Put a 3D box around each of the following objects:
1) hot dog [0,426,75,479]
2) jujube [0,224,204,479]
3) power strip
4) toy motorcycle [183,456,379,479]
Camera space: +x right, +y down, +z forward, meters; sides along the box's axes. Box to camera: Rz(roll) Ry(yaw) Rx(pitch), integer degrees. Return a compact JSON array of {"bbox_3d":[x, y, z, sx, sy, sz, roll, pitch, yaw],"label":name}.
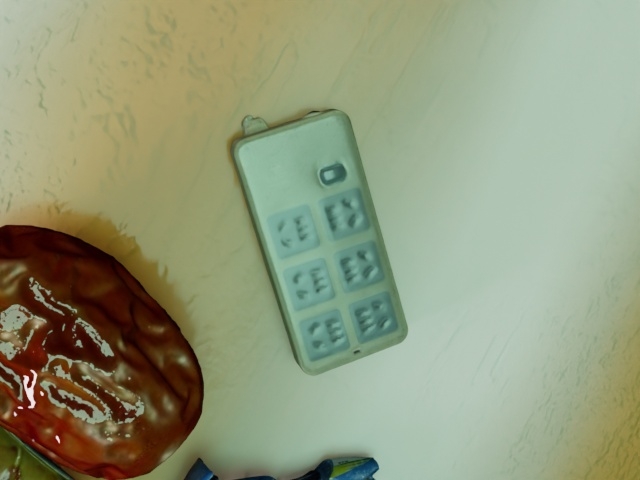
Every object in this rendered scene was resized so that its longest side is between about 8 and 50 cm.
[{"bbox_3d":[-0.322,0.214,0.773,0.162,0.082,0.270,-29,115,35],"label":"hot dog"},{"bbox_3d":[-0.216,0.096,0.749,0.250,0.174,0.174,42,90,-9],"label":"jujube"},{"bbox_3d":[0.000,0.000,0.841,0.117,0.046,0.271,-18,103,-8],"label":"power strip"},{"bbox_3d":[-0.059,0.277,0.859,0.254,0.092,0.136,-4,92,-20],"label":"toy motorcycle"}]
